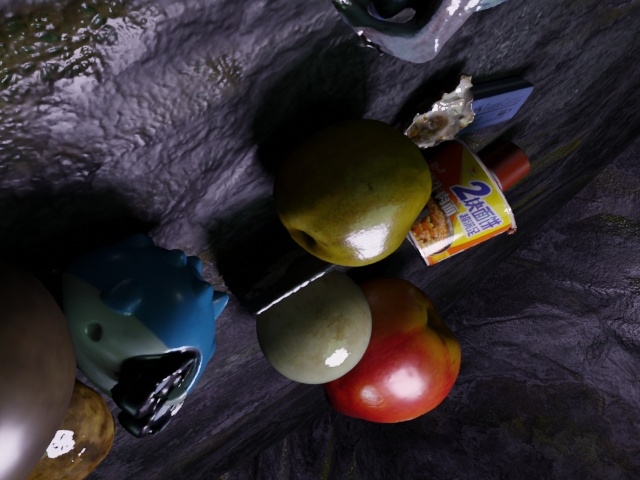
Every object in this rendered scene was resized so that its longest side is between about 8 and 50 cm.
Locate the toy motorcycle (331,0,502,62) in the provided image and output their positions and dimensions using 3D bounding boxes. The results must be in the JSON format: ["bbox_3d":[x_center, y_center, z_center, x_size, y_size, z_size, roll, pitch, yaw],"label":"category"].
[{"bbox_3d":[0.083,-0.266,0.303,0.241,0.182,0.319,-32,157,-15],"label":"toy motorcycle"}]

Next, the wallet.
[{"bbox_3d":[0.000,0.000,0.745,0.321,0.170,0.044,-30,116,-16],"label":"wallet"}]

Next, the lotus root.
[{"bbox_3d":[-0.366,0.231,0.593,0.314,0.169,0.141,85,28,-58],"label":"lotus root"}]

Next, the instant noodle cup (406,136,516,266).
[{"bbox_3d":[0.231,-0.061,0.891,0.174,0.213,0.213,-33,157,7],"label":"instant noodle cup"}]

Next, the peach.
[{"bbox_3d":[0.153,0.288,1.212,0.388,0.388,0.388,-31,156,-16],"label":"peach"}]

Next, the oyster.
[{"bbox_3d":[0.173,-0.192,0.737,0.148,0.051,0.103,-33,138,-14],"label":"oyster"}]

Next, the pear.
[{"bbox_3d":[0.036,-0.061,0.610,0.200,0.200,0.200,-31,156,-16],"label":"pear"}]

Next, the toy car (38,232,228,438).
[{"bbox_3d":[-0.210,0.099,0.562,0.190,0.188,0.255,-50,172,-37],"label":"toy car"}]

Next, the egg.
[{"bbox_3d":[-0.017,0.167,0.921,0.218,0.218,0.295,-30,169,-19],"label":"egg"}]

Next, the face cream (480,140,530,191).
[{"bbox_3d":[0.359,-0.126,1.069,0.214,0.096,0.096,-37,157,-4],"label":"face cream"}]

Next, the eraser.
[{"bbox_3d":[0.288,-0.238,0.836,0.225,0.036,0.082,-22,154,-34],"label":"eraser"}]

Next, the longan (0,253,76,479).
[{"bbox_3d":[-0.320,0.114,0.347,0.258,0.258,0.258,-31,156,-16],"label":"longan"}]
